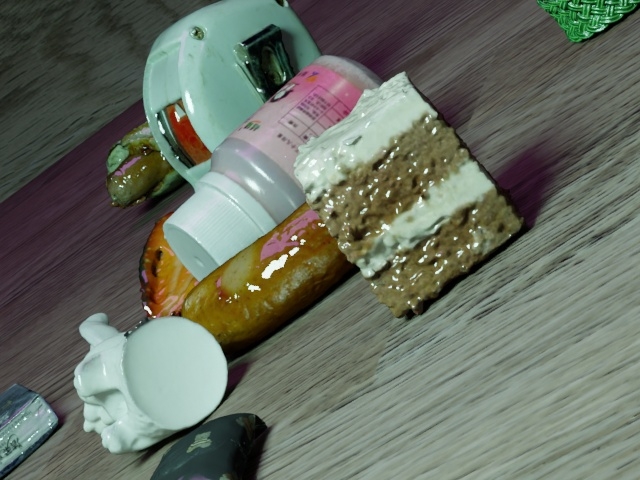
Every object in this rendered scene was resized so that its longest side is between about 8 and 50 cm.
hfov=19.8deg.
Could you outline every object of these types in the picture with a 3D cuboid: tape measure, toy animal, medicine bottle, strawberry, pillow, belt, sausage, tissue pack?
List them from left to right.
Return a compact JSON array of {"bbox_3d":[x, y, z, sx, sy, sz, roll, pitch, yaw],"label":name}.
[{"bbox_3d":[-0.344,0.208,1.974,0.112,0.051,0.156,-41,12,-14],"label":"tissue pack"},{"bbox_3d":[-0.182,0.132,1.656,0.131,0.104,0.221,-46,14,-24],"label":"toy animal"},{"bbox_3d":[-0.091,0.174,1.371,0.090,0.048,0.150,-38,10,16],"label":"pillow"},{"bbox_3d":[-0.114,0.026,1.874,0.140,0.085,0.192,-23,36,2],"label":"strawberry"},{"bbox_3d":[-0.085,-0.159,2.131,0.125,0.246,0.243,-20,16,47],"label":"tape measure"},{"bbox_3d":[-0.032,-0.059,1.777,0.247,0.147,0.147,-43,13,-19],"label":"medicine bottle"},{"bbox_3d":[-0.001,0.001,1.657,0.302,0.076,0.103,-38,5,0],"label":"sausage"},{"bbox_3d":[0.278,-0.264,1.773,0.151,0.079,0.121,-36,13,14],"label":"belt"}]

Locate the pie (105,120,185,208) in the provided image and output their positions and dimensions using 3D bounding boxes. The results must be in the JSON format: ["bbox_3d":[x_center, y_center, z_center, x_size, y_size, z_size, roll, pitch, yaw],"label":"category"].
[{"bbox_3d":[-0.193,-0.158,2.715,0.274,0.105,0.257,-35,4,17],"label":"pie"}]

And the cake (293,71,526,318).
[{"bbox_3d":[0.065,-0.041,1.446,0.135,0.147,0.134,-36,13,5],"label":"cake"}]
